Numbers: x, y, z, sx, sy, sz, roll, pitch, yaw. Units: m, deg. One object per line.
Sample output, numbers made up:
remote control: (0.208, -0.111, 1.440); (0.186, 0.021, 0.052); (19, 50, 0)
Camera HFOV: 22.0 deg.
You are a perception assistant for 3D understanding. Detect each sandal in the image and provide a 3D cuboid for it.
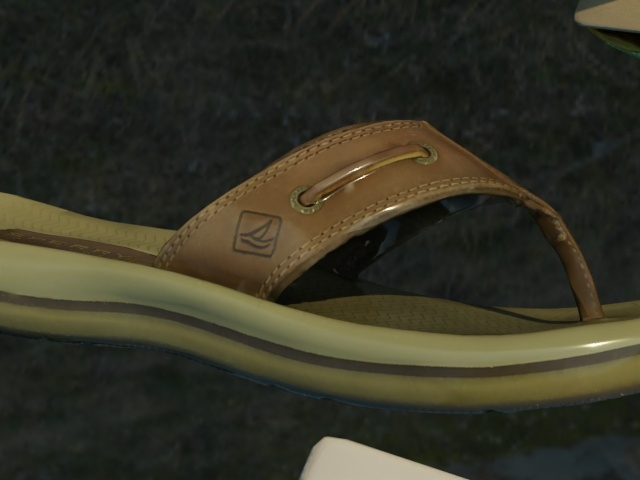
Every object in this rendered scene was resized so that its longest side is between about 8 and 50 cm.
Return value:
sandal: (-0.002, 0.000, 0.536); (0.302, 0.120, 0.086); (9, 94, 13)

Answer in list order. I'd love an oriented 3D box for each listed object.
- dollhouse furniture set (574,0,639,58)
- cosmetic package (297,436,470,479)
dollhouse furniture set: (0.364, -0.113, 1.380); (0.301, 0.151, 0.197); (14, -179, 41)
cosmetic package: (0.126, 0.228, 0.270); (0.377, 0.284, 0.097); (17, 157, 17)
